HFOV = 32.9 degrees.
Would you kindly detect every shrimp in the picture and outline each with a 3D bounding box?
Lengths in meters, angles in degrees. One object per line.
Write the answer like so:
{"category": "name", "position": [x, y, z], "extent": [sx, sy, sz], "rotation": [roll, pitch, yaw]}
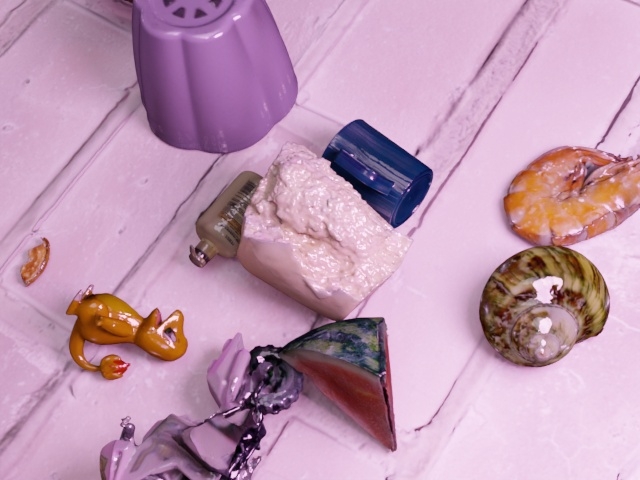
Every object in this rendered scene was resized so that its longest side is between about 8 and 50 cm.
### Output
{"category": "shrimp", "position": [0.417, -0.093, 1.608], "extent": [0.317, 0.062, 0.164], "rotation": [-24, 59, -5]}

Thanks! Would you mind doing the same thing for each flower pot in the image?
{"category": "flower pot", "position": [-0.180, -0.308, 1.681], "extent": [0.265, 0.243, 0.265], "rotation": [-3, 59, 6]}

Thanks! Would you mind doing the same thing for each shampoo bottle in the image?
{"category": "shampoo bottle", "position": [-0.135, -0.024, 1.612], "extent": [0.079, 0.079, 0.162], "rotation": [33, 70, 20]}

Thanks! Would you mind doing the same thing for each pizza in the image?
{"category": "pizza", "position": [-0.432, 0.033, 1.646], "extent": [0.037, 0.016, 0.083], "rotation": [14, 68, 11]}

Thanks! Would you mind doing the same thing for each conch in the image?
{"category": "conch", "position": [0.313, 0.092, 1.482], "extent": [0.187, 0.124, 0.181], "rotation": [8, 66, 1]}

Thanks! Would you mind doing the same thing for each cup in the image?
{"category": "cup", "position": [0.074, -0.091, 1.599], "extent": [0.138, 0.113, 0.150], "rotation": [36, 39, 20]}

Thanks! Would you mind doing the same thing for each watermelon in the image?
{"category": "watermelon", "position": [0.073, 0.170, 1.431], "extent": [0.202, 0.207, 0.136], "rotation": [43, 79, -19]}

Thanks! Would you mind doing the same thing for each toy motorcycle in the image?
{"category": "toy motorcycle", "position": [-0.165, 0.255, 1.432], "extent": [0.188, 0.143, 0.327], "rotation": [23, 59, 17]}

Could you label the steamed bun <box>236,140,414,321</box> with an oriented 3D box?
{"category": "steamed bun", "position": [0.000, 0.000, 1.506], "extent": [0.226, 0.170, 0.200], "rotation": [31, 109, 5]}

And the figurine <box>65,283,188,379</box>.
{"category": "figurine", "position": [-0.277, 0.141, 1.541], "extent": [0.176, 0.121, 0.122], "rotation": [15, 92, 3]}

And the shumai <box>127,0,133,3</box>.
{"category": "shumai", "position": [-0.300, -0.493, 1.816], "extent": [0.218, 0.184, 0.185], "rotation": [33, 105, 39]}
